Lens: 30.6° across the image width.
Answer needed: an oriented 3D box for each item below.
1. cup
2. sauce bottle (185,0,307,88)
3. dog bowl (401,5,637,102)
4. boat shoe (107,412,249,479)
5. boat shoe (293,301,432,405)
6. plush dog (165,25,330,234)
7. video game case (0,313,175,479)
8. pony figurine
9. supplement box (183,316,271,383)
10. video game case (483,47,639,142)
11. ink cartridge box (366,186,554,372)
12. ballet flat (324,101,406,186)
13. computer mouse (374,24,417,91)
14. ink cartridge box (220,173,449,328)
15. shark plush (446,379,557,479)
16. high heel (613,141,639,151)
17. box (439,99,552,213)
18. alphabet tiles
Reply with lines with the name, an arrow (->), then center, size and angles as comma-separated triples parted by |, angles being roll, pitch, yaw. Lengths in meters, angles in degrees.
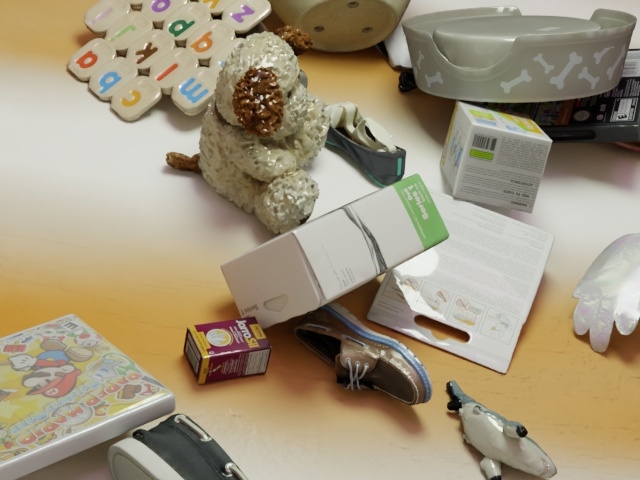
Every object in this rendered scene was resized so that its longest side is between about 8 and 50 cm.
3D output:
cup -> 0.030, -0.447, 1.895 | 0.331, 0.331, 0.237 | 1, 67, -17
sauce bottle -> -0.152, -0.316, 1.793 | 0.111, 0.111, 0.344 | -19, 50, -36
dog bowl -> 0.296, -0.285, 1.765 | 0.349, 0.102, 0.349 | -3, 18, 1
boat shoe -> -0.071, 0.264, 1.084 | 0.302, 0.114, 0.091 | 38, 49, 27
boat shoe -> 0.044, 0.139, 1.327 | 0.066, 0.066, 0.183 | -28, 44, -36
plush dog -> -0.086, -0.168, 1.530 | 0.211, 0.225, 0.262 | 13, 38, -3
video game case -> -0.296, 0.156, 1.175 | 0.227, 0.026, 0.206 | -19, 33, -36
pony figurine -> 0.523, 0.002, 1.467 | 0.303, 0.363, 0.351 | 27, 53, 13
supplement box -> -0.104, 0.122, 1.308 | 0.083, 0.043, 0.055 | -7, 41, -27
video game case -> 0.389, -0.229, 1.847 | 0.248, 0.035, 0.275 | 1, 33, 21
ink cartridge box -> 0.178, 0.055, 1.499 | 0.189, 0.066, 0.232 | 21, 59, 8
ballet flat -> 0.051, -0.158, 1.692 | 0.074, 0.074, 0.203 | -21, 49, -37
computer mouse -> 0.141, -0.311, 1.937 | 0.106, 0.042, 0.193 | -7, 43, -24
ink cartridge box -> 0.016, 0.014, 1.377 | 0.219, 0.160, 0.092 | -25, 90, -41
shark plush -> 0.189, 0.216, 1.306 | 0.067, 0.073, 0.161 | 9, 12, -40
high heel -> 0.640, -0.131, 1.840 | 0.377, 0.127, 0.181 | 27, 54, 20
box -> 0.239, -0.122, 1.629 | 0.114, 0.103, 0.203 | 12, 16, -4
alphabet tiles -> -0.221, -0.297, 1.722 | 0.278, 0.021, 0.284 | -41, 59, -14
